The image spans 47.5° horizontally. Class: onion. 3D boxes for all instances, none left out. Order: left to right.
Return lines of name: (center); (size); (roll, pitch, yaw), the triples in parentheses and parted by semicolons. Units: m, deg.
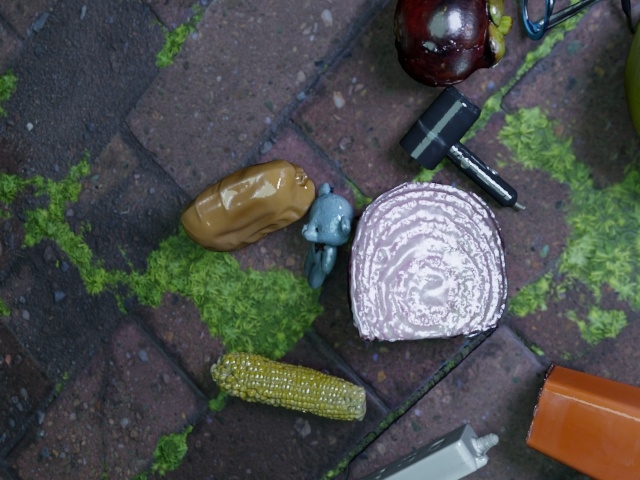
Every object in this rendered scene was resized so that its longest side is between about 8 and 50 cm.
onion: (0.159, 0.037, 1.150); (0.250, 0.111, 0.248); (-2, 80, -5)

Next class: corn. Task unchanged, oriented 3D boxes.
corn: (-0.057, 0.258, 1.280); (0.288, 0.086, 0.087); (11, 100, 17)

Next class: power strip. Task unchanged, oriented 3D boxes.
power strip: (0.146, 0.398, 1.215); (0.338, 0.098, 0.058); (-34, 82, 20)

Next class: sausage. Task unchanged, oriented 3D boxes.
sausage: (-0.121, -0.060, 1.240); (0.241, 0.136, 0.120); (-25, 81, 17)

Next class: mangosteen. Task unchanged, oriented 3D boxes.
mangosteen: (0.199, -0.314, 1.081); (0.180, 0.166, 0.166); (-7, 94, 1)

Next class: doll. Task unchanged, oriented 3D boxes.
doll: (-0.004, -0.001, 1.209); (0.180, 0.075, 0.120); (-62, 38, 31)

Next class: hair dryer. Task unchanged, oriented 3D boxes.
hair dryer: (0.241, -0.127, 1.136); (0.219, 0.071, 0.124); (44, 109, 3)

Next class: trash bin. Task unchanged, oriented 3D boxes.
trash bin: (0.430, 0.284, 1.059); (0.238, 0.184, 0.161); (17, 102, 23)

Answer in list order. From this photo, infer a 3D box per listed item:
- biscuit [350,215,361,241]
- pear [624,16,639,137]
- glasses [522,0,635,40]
biscuit: (0.086, 0.052, 1.213); (0.052, 0.056, 0.188); (4, 98, 38)
pear: (0.527, -0.194, 0.912); (0.294, 0.294, 0.294); (3, 98, 20)
glasses: (0.384, -0.361, 0.995); (0.206, 0.102, 0.239); (23, 147, 11)
